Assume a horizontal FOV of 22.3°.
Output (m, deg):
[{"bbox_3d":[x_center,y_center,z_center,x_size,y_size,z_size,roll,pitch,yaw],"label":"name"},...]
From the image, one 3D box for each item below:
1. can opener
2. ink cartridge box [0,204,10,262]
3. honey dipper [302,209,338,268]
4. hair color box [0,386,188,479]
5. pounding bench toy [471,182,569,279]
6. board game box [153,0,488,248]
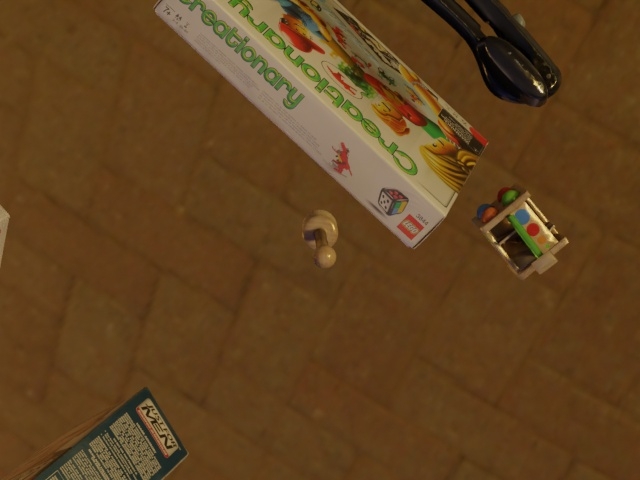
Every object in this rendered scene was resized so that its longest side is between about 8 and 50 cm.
[{"bbox_3d":[0.129,-0.185,1.335,0.186,0.059,0.073,50,166,6],"label":"can opener"},{"bbox_3d":[-0.486,0.035,1.935,0.092,0.219,0.160,43,143,16],"label":"ink cartridge box"},{"bbox_3d":[0.000,0.000,1.296,0.030,0.160,0.030,0,98,0],"label":"honey dipper"},{"bbox_3d":[-0.303,0.298,1.827,0.174,0.347,0.105,-30,93,23],"label":"hair color box"},{"bbox_3d":[0.169,-0.008,1.373,0.065,0.052,0.083,50,-178,-10],"label":"pounding bench toy"},{"bbox_3d":[0.008,-0.144,1.456,0.305,0.193,0.053,42,119,-4],"label":"board game box"}]
